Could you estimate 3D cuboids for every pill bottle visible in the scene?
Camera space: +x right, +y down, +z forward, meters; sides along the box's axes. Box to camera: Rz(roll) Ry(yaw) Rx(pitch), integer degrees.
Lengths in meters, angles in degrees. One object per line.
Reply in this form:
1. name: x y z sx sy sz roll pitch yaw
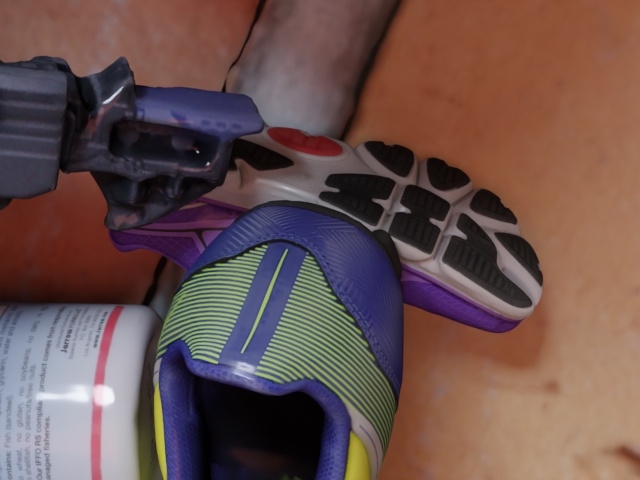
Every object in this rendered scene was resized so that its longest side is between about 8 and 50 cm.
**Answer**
1. pill bottle: -0.140 0.066 0.699 0.160 0.087 0.087 1 107 7

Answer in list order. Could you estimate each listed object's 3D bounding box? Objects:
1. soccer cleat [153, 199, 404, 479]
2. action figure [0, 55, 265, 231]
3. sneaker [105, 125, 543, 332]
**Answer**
1. soccer cleat: -0.025 0.121 0.660 0.093 0.121 0.289 13 125 13
2. action figure: -0.171 0.020 0.542 0.341 0.178 0.330 -3 107 -15
3. sneaker: 0.000 0.000 0.686 0.170 0.068 0.071 18 123 10
